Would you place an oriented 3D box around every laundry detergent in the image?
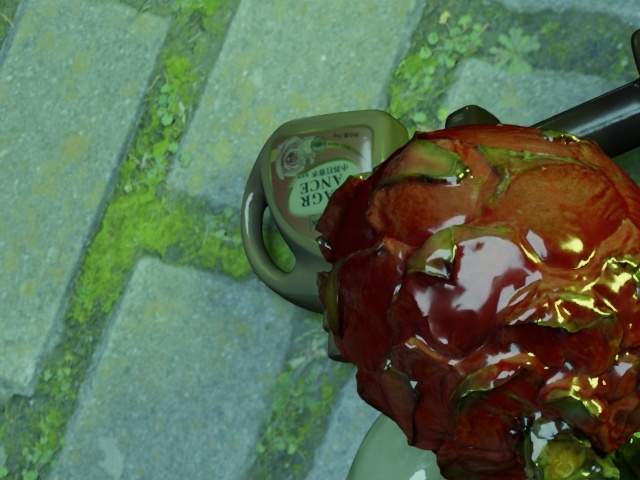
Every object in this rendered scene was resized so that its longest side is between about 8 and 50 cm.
[{"bbox_3d":[0.000,0.000,1.712,0.171,0.076,0.237,-5,71,29],"label":"laundry detergent"}]

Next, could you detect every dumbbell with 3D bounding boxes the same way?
[{"bbox_3d":[0.231,-0.091,1.578,0.225,0.140,0.124,-24,72,21],"label":"dumbbell"}]

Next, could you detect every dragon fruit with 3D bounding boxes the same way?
[{"bbox_3d":[0.145,0.046,1.422,0.277,0.277,0.342,-38,51,11],"label":"dragon fruit"}]

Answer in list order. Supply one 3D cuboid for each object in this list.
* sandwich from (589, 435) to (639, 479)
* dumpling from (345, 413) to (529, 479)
[{"bbox_3d":[0.262,0.270,1.452,0.160,0.109,0.185,-43,56,32],"label":"sandwich"},{"bbox_3d":[0.106,0.210,1.540,0.162,0.132,0.250,21,67,42],"label":"dumpling"}]
